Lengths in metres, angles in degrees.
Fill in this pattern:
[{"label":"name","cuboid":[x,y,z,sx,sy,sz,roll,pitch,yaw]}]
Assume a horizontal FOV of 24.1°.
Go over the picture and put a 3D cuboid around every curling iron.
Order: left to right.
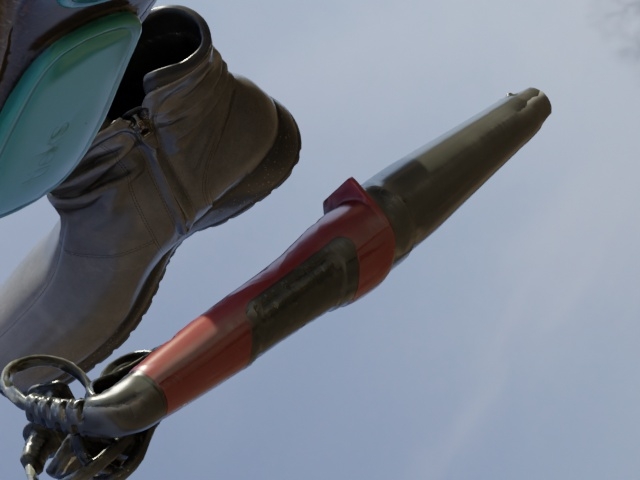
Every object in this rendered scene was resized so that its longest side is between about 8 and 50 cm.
[{"label":"curling iron","cuboid":[0.000,0.000,0.504,0.274,0.068,0.035,-36,-64,-40]}]

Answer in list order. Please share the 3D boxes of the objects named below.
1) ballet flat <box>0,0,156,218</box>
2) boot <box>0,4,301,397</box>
[{"label":"ballet flat","cuboid":[-0.097,-0.130,0.585,0.116,0.342,0.124,-30,-97,-40]},{"label":"boot","cuboid":[-0.184,-0.029,1.134,0.118,0.338,0.222,46,-175,26]}]
